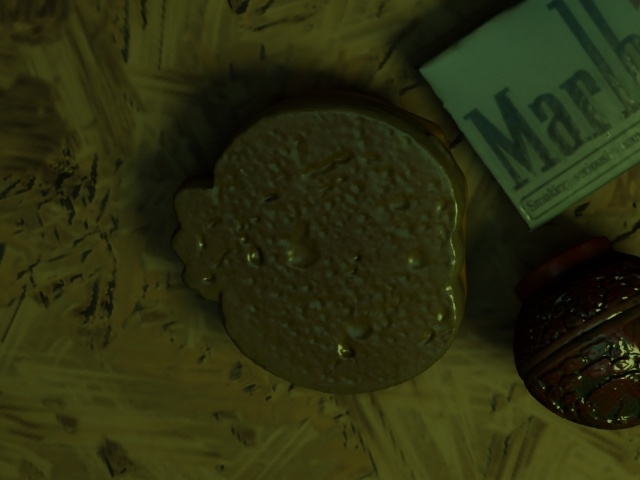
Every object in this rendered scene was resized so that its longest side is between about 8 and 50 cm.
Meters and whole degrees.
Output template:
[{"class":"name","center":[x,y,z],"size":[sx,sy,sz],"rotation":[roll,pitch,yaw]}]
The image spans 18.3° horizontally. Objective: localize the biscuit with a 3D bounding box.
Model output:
[{"class":"biscuit","center":[0.001,-0.001,1.077],"size":[0.170,0.050,0.170],"rotation":[3,110,9]}]

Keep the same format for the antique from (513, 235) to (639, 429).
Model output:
[{"class":"antique","center":[0.152,0.054,1.063],"size":[0.104,0.104,0.104],"rotation":[1,109,2]}]

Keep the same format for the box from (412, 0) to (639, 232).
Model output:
[{"class":"box","center":[0.152,-0.097,1.043],"size":[0.177,0.036,0.115],"rotation":[-34,104,13]}]
